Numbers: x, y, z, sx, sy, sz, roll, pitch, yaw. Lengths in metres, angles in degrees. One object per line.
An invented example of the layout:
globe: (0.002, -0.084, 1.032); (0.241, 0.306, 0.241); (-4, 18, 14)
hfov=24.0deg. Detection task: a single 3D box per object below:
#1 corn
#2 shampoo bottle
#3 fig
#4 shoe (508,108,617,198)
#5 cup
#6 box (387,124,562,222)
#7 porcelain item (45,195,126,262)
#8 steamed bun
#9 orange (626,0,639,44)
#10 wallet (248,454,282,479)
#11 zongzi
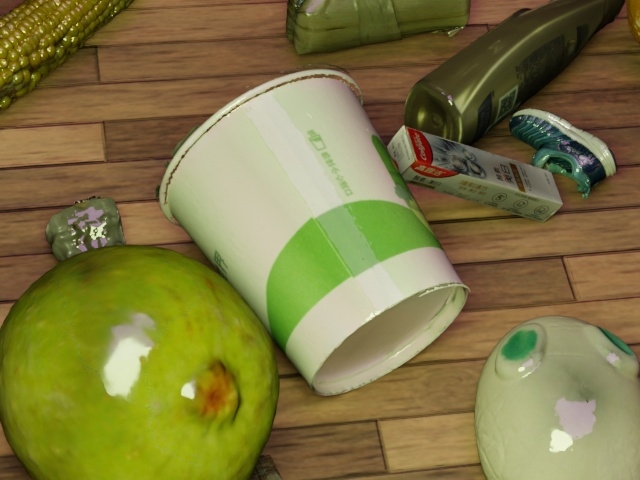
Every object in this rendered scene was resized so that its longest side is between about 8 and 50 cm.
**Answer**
corn: (-0.324, -0.255, 1.796); (0.097, 0.097, 0.320); (32, 54, 18)
shampoo bottle: (0.241, -0.219, 1.806); (0.084, 0.125, 0.350); (37, 55, 23)
fig: (-0.192, 0.126, 1.404); (0.258, 0.258, 0.326); (-34, 28, -28)
shoe: (0.277, -0.103, 1.766); (0.143, 0.064, 0.071); (35, 75, 26)
cup: (0.000, 0.000, 1.550); (0.253, 0.253, 0.274); (-23, 65, -22)
box: (0.173, -0.072, 1.677); (0.218, 0.039, 0.055); (13, 46, -33)
porcelain item: (-0.216, 0.057, 1.589); (0.081, 0.069, 0.215); (-18, 61, -25)
steamed bun: (0.245, 0.170, 1.501); (0.177, 0.130, 0.228); (2, 54, -2)
orange: (0.486, -0.296, 1.840); (0.219, 0.193, 0.219); (-1, 86, 8)
wallet: (-0.134, 0.285, 1.428); (0.230, 0.042, 0.124); (-14, 49, -19)
zongzi: (0.051, -0.345, 1.899); (0.228, 0.115, 0.256); (-10, 48, -8)
